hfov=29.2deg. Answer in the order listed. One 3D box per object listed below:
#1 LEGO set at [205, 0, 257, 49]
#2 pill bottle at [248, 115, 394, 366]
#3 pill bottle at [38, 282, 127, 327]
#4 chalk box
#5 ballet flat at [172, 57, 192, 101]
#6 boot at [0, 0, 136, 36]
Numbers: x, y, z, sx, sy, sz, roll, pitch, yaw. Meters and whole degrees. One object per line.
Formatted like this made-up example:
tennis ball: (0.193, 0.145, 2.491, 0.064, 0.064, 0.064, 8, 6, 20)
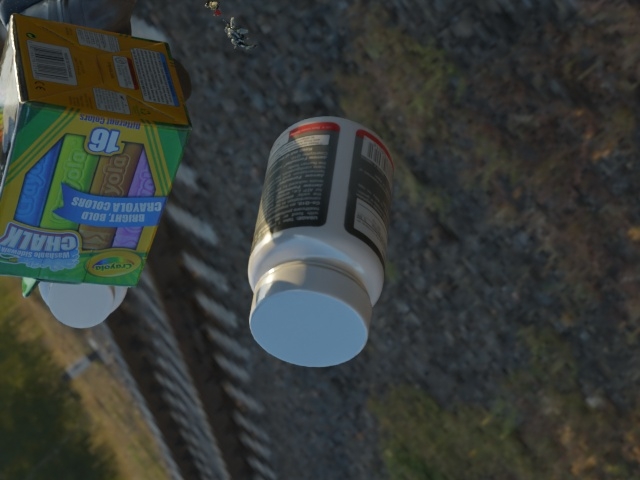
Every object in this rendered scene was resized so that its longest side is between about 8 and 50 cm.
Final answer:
LEGO set: (-0.113, -0.260, 1.512, 0.083, 0.023, 0.054, 40, 171, -12)
pill bottle: (0.000, 0.000, 1.468, 0.283, 0.161, 0.161, -81, -23, -43)
pill bottle: (-0.316, 0.030, 1.653, 0.117, 0.117, 0.215, 60, -173, -26)
chalk box: (-0.274, -0.068, 1.340, 0.180, 0.179, 0.289, -111, 36, -46)
ballet flat: (-0.268, -0.202, 1.598, 0.058, 0.250, 0.084, -21, 85, 39)
boot: (-0.282, -0.302, 1.727, 0.118, 0.338, 0.223, 20, -135, -66)
